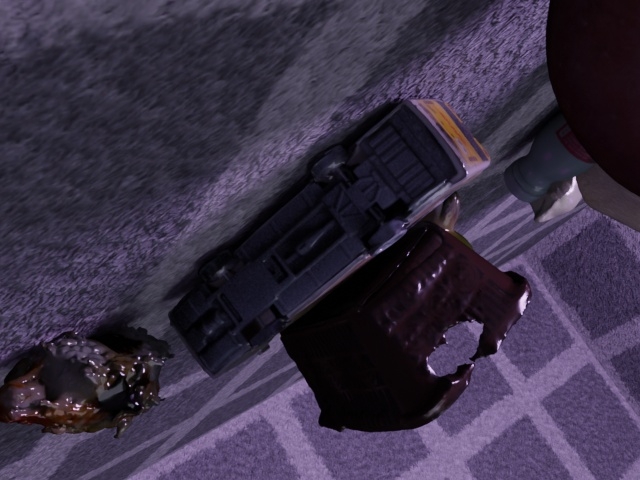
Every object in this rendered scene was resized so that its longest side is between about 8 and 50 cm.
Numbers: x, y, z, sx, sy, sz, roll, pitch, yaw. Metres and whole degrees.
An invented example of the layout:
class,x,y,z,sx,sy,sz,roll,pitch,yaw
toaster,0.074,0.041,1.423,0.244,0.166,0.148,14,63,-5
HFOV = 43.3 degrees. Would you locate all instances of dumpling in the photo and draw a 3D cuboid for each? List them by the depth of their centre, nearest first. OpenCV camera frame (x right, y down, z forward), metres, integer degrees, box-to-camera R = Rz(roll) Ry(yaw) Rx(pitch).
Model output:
class,x,y,z,sx,sy,sz,roll,pitch,yaw
dumpling,0.435,-0.112,1.446,0.169,0.100,0.134,-27,155,-33

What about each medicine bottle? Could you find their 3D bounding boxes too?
class,x,y,z,sx,sy,sz,roll,pitch,yaw
medicine bottle,0.355,-0.137,1.147,0.090,0.090,0.216,-23,165,-39

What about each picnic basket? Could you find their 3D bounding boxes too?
class,x,y,z,sx,sy,sz,roll,pitch,yaw
picnic basket,0.065,0.089,0.872,0.222,0.129,0.297,-47,-172,-23

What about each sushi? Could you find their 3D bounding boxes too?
class,x,y,z,sx,sy,sz,roll,pitch,yaw
sushi,-0.203,0.131,0.749,0.103,0.097,0.226,-41,168,20

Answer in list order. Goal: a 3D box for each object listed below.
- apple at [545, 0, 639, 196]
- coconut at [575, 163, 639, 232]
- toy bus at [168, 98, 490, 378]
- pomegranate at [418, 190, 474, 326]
class,x,y,z,sx,sy,sz,roll,pitch,yaw
apple,0.295,-0.151,0.503,0.306,0.306,0.235,-41,-170,33
coconut,0.521,-0.115,1.186,0.237,0.237,0.266,-30,-149,-16
toy bus,0.000,0.000,0.776,0.342,0.097,0.138,-41,173,28
pomegranate,0.138,0.023,1.103,0.180,0.180,0.209,-13,119,-58
